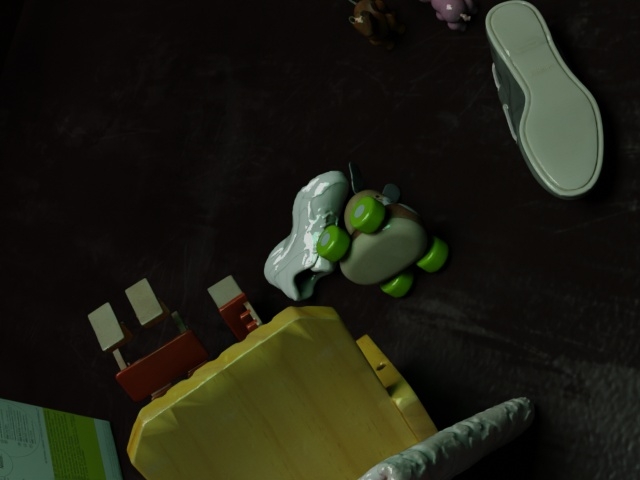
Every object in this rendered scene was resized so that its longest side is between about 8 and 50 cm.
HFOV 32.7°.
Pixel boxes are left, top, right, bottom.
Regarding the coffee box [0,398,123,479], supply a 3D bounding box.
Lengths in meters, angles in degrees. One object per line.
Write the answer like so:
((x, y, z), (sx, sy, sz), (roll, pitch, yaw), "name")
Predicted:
((-0.593, 0.540, 2.058), (0.337, 0.334, 0.338), (-49, 42, 25), "coffee box")

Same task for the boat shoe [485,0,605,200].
((0.307, -0.182, 1.484), (0.112, 0.095, 0.335), (-17, 58, 5), "boat shoe")

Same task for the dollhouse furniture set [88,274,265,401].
((-0.221, 0.183, 1.846), (0.259, 0.262, 0.135), (-33, 44, -3), "dollhouse furniture set")

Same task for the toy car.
((0.090, -0.037, 1.637), (0.149, 0.155, 0.188), (-40, 34, 34), "toy car")

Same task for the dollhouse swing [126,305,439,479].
((-0.077, 0.219, 1.426), (0.347, 0.305, 0.315), (-35, 21, -3), "dollhouse swing")

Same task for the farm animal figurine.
((0.140, -0.479, 1.741), (0.330, 0.172, 0.327), (-26, 54, 42), "farm animal figurine")

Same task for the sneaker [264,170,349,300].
((0.000, 0.000, 1.785), (0.115, 0.090, 0.232), (44, 118, 44), "sneaker")

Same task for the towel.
((0.085, 0.321, 1.339), (0.317, 0.332, 0.053), (-47, 70, 31), "towel")
